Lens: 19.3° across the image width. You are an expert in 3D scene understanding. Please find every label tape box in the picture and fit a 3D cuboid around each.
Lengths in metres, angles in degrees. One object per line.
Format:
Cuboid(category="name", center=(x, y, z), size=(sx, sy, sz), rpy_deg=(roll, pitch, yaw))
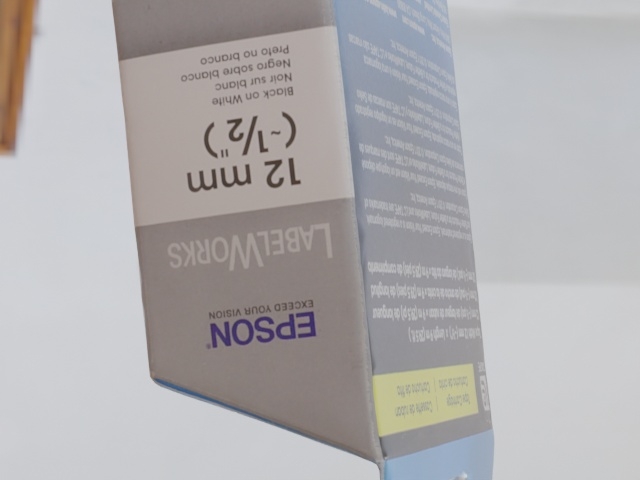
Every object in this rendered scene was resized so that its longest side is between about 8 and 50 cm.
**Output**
Cuboid(category="label tape box", center=(0.000, 0.000, 0.924), size=(0.249, 0.115, 0.348), rpy_deg=(7, 78, -73))
